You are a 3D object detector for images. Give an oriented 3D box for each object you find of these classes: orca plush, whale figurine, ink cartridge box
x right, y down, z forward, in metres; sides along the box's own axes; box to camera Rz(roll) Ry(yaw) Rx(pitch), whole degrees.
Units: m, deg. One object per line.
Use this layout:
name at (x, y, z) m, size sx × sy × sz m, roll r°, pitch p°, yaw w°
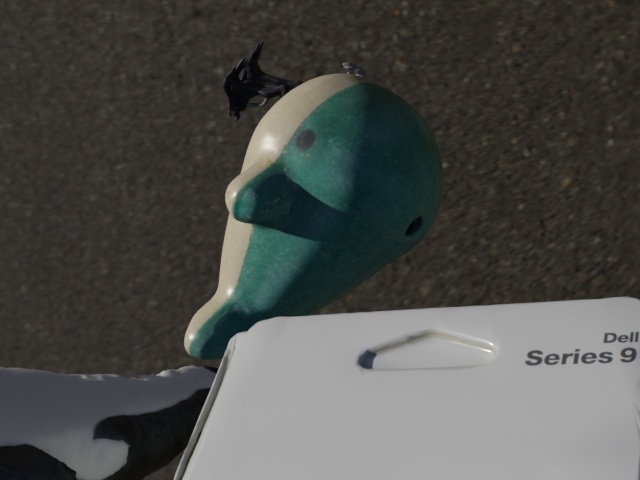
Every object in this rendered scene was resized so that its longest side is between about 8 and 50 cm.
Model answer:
orca plush at (-0.177, 0.131, 0.795) m, size 0.151 × 0.287 × 0.102 m, roll 31°, pitch 115°, yaw 28°
whale figurine at (0.000, 0.000, 1.074) m, size 0.141 × 0.216 × 0.272 m, roll 32°, pitch 91°, yaw 29°
ink cartridge box at (0.080, 0.176, 0.620) m, size 0.211 × 0.121 × 0.289 m, roll -6°, pitch 128°, yaw 23°

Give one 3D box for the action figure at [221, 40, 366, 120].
action figure at (-0.001, -0.181, 1.851) m, size 0.275 × 0.164 × 0.141 m, roll 31°, pitch 118°, yaw 7°
